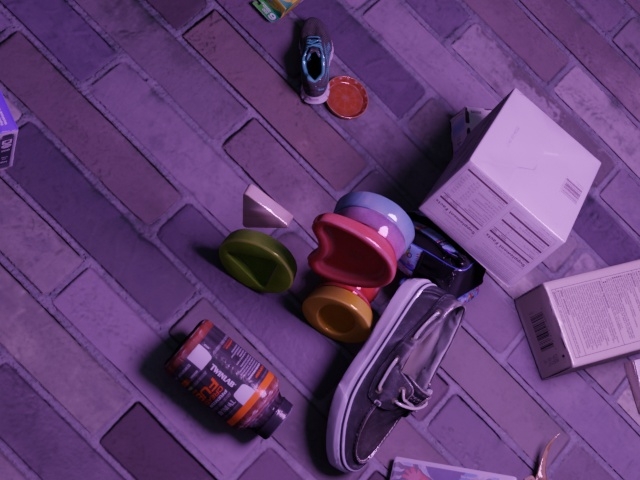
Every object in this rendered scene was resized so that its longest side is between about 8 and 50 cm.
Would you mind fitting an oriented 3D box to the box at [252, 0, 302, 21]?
[{"bbox_3d":[-0.061,-0.481,2.151,0.105,0.043,0.179,46,64,0],"label":"box"}]

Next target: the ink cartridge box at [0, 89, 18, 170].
[{"bbox_3d":[-0.519,-0.232,1.797,0.045,0.208,0.206,-23,81,-23],"label":"ink cartridge box"}]

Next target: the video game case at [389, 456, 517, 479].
[{"bbox_3d":[0.195,0.445,1.865,0.201,0.023,0.183,6,65,19],"label":"video game case"}]

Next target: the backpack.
[{"bbox_3d":[0.187,0.026,2.010,0.173,0.116,0.158,29,28,22],"label":"backpack"}]

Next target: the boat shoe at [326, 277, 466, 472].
[{"bbox_3d":[0.119,0.220,1.866,0.121,0.119,0.335,29,85,-49],"label":"boat shoe"}]

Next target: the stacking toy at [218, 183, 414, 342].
[{"bbox_3d":[0.000,0.000,1.878,0.280,0.309,0.130,27,56,2],"label":"stacking toy"}]

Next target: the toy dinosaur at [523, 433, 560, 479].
[{"bbox_3d":[0.366,0.418,1.992,0.093,0.053,0.183,6,77,-34],"label":"toy dinosaur"}]

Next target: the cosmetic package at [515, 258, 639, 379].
[{"bbox_3d":[0.522,0.131,2.109,0.310,0.113,0.160,-10,75,-24],"label":"cosmetic package"}]

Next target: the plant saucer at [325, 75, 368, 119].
[{"bbox_3d":[0.045,-0.255,2.125,0.084,0.013,0.083,7,69,-19],"label":"plant saucer"}]

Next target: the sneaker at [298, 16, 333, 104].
[{"bbox_3d":[-0.008,-0.327,2.090,0.065,0.076,0.166,-4,70,0],"label":"sneaker"}]

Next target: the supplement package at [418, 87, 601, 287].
[{"bbox_3d":[0.319,-0.090,1.969,0.204,0.145,0.262,41,42,-4],"label":"supplement package"}]

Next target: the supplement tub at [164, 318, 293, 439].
[{"bbox_3d":[-0.138,0.220,1.835,0.198,0.106,0.106,40,63,-3],"label":"supplement tub"}]

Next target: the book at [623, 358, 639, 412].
[{"bbox_3d":[0.630,0.255,2.153,0.144,0.035,0.096,-8,78,-24],"label":"book"}]

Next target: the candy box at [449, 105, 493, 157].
[{"bbox_3d":[0.329,-0.137,2.156,0.165,0.070,0.196,3,71,-19],"label":"candy box"}]
